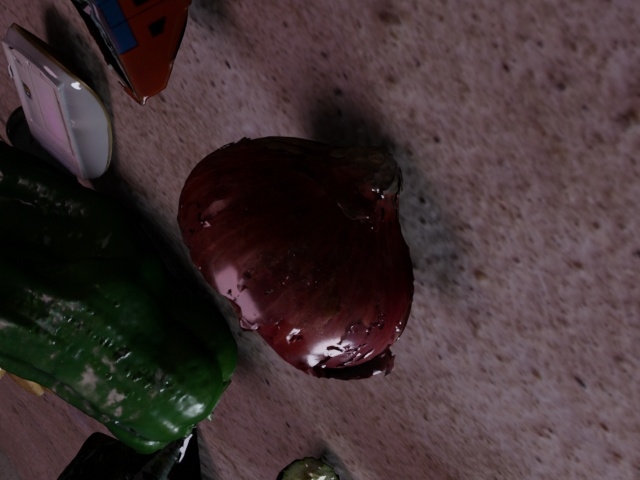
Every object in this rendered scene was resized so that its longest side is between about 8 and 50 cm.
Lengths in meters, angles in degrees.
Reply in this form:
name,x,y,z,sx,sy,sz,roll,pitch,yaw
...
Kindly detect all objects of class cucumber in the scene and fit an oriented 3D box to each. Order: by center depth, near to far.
name,x,y,z,sx,sy,sz,roll,pitch,yaw
cucumber,-0.031,0.278,1.603,0.072,0.072,0.300,51,162,7

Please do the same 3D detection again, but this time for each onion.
name,x,y,z,sx,sy,sz,roll,pitch,yaw
onion,0.000,0.000,1.013,0.184,0.147,0.184,42,-155,-25

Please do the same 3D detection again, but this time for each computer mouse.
name,x,y,z,sx,sy,sz,roll,pitch,yaw
computer mouse,-0.236,-0.126,1.425,0.102,0.045,0.199,40,161,19

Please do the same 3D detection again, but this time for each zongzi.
name,x,y,z,sx,sy,sz,roll,pitch,yaw
zongzi,-0.227,0.336,2.003,0.319,0.362,0.383,47,-163,12

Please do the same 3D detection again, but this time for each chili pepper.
name,x,y,z,sx,sy,sz,roll,pitch,yaw
chili pepper,-0.239,0.040,1.487,0.385,0.167,0.213,40,-159,-6

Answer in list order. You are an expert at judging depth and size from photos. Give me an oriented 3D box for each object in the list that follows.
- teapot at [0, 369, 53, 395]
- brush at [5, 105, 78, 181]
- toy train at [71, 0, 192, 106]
name,x,y,z,sx,sy,sz,roll,pitch,yaw
teapot,-0.323,0.106,1.803,0.203,0.167,0.311,48,166,9
brush,-0.241,-0.013,1.621,0.060,0.068,0.297,-119,4,-70
toy train,-0.176,-0.278,0.991,0.086,0.089,0.409,43,161,57
